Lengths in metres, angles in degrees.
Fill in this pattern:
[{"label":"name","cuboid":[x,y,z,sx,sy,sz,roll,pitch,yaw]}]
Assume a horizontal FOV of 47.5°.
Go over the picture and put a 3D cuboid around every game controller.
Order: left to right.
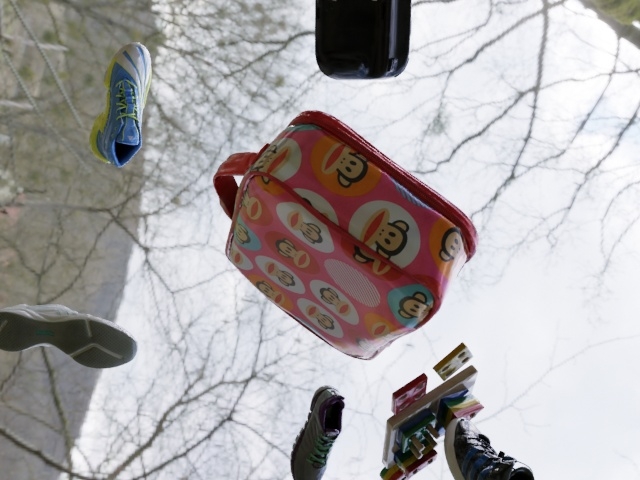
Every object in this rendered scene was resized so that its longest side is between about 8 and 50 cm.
[{"label":"game controller","cuboid":[0.074,-0.430,1.215,0.067,0.166,0.319,-99,-171,-72]}]

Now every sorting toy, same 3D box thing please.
[{"label":"sorting toy","cuboid":[0.144,0.228,0.897,0.046,0.132,0.275,49,-23,32]}]

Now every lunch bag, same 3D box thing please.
[{"label":"lunch bag","cuboid":[0.000,0.000,0.763,0.120,0.258,0.293,-55,-179,-24]}]

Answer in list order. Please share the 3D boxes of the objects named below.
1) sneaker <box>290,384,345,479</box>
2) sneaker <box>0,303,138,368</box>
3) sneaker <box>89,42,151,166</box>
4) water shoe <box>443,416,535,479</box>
[{"label":"sneaker","cuboid":[-0.004,0.412,1.490,0.098,0.083,0.224,-179,-78,-75]},{"label":"sneaker","cuboid":[-0.259,0.089,0.746,0.061,0.152,0.054,-79,-178,-75]},{"label":"sneaker","cuboid":[-0.361,-0.247,1.382,0.126,0.091,0.240,42,-61,40]},{"label":"water shoe","cuboid":[0.191,0.255,0.763,0.080,0.073,0.203,-48,-155,22]}]
